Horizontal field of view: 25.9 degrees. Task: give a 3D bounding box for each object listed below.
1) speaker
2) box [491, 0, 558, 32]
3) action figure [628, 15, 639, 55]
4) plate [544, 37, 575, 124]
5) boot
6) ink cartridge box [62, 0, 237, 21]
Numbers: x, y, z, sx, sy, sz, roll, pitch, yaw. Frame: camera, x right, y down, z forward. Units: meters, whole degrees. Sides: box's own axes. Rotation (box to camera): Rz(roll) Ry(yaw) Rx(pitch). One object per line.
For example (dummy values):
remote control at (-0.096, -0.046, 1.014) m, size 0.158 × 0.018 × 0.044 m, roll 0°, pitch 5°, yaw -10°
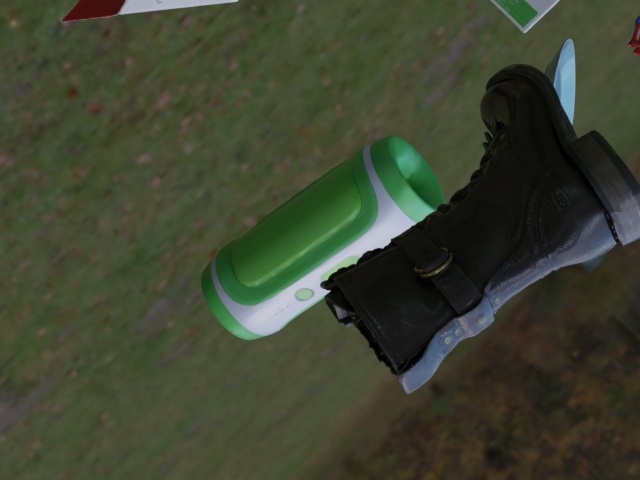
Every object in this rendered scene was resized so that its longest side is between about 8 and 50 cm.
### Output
speaker at (0.000, 0.000, 1.658) m, size 0.296 × 0.131 × 0.131 m, roll -35°, pitch 175°, yaw 23°
box at (0.285, -0.359, 1.886) m, size 0.102 × 0.101 × 0.087 m, roll -50°, pitch -175°, yaw -41°
action figure at (0.347, -0.247, 1.429) m, size 0.038 × 0.030 × 0.115 m, roll 29°, pitch 76°, yaw -54°
plate at (0.291, -0.158, 1.730) m, size 0.188 × 0.024 × 0.188 m, roll 7°, pitch 90°, yaw -73°
boot at (0.100, -0.016, 1.033) m, size 0.229 × 0.091 × 0.263 m, roll -31°, pitch -151°, yaw 2°
ink cartridge box at (-0.157, -0.310, 1.499) m, size 0.181 × 0.224 × 0.056 m, roll -61°, pitch 142°, yaw -45°
